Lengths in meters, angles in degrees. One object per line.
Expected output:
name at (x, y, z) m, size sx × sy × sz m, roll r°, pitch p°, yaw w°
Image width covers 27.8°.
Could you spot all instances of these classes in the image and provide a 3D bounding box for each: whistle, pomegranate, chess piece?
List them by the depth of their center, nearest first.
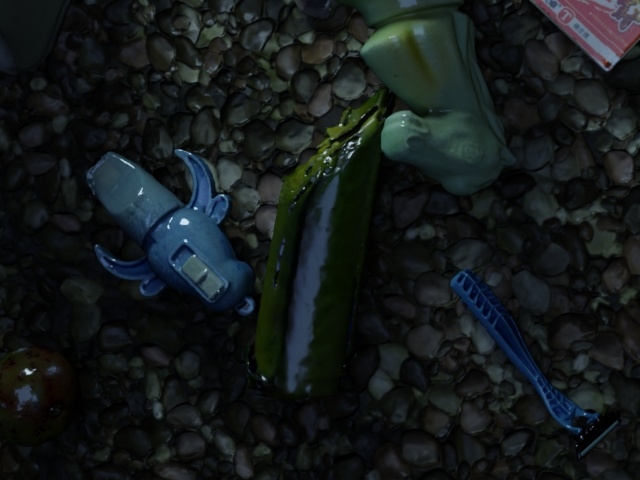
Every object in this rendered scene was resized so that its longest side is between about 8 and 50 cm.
chess piece at (0.120, -0.192, 1.441) m, size 0.176 × 0.176 × 0.298 m, roll -14°, pitch 92°, yaw 13°
whistle at (-0.178, -0.005, 1.565) m, size 0.269 × 0.093 × 0.180 m, roll 45°, pitch 102°, yaw 12°
pomegranate at (-0.362, 0.190, 1.596) m, size 0.130 × 0.130 × 0.130 m, roll 1°, pitch 94°, yaw 12°

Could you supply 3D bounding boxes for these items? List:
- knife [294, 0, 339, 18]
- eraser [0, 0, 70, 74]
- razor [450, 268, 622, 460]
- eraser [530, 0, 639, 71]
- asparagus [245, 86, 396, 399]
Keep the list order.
knife at (0.081, -0.415, 1.499) m, size 0.089 × 0.043 × 0.365 m, roll 37°, pitch 101°, yaw 8°
eraser at (-0.384, -0.345, 1.517) m, size 0.150 × 0.331 × 0.331 m, roll 23°, pitch 98°, yaw 11°
razor at (0.239, 0.138, 1.503) m, size 0.082 × 0.042 × 0.253 m, roll -36°, pitch 84°, yaw -30°
eraser at (0.347, -0.325, 1.451) m, size 0.157 × 0.038 × 0.230 m, roll 44°, pitch 102°, yaw 6°
asparagus at (0.000, 0.000, 1.514) m, size 0.128 × 0.108 × 0.381 m, roll 12°, pitch 94°, yaw 16°
